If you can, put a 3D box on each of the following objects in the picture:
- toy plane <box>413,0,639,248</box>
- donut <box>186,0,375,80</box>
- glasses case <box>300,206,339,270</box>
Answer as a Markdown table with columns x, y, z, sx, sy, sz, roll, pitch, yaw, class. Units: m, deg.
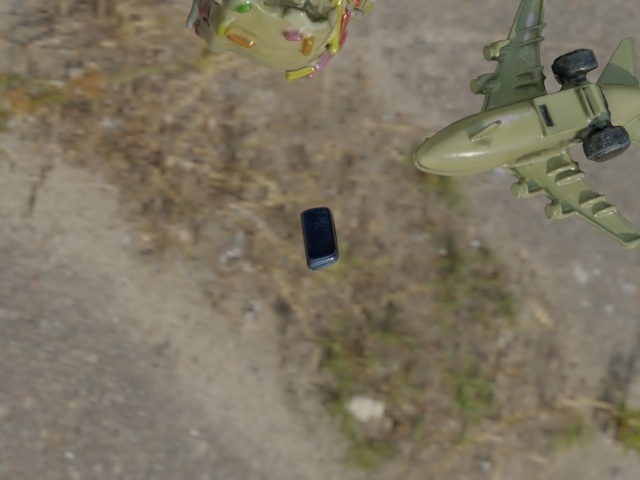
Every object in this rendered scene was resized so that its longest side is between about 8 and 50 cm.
| x | y | z | sx | sy | sz | roll | pitch | yaw | class |
| --- | --- | --- | --- | --- | --- | --- | --- | --- | --- |
| 0.180 | -0.093 | 1.594 | 0.244 | 0.092 | 0.229 | -14 | 80 | -36 | toy plane |
| 0.022 | -0.320 | 1.991 | 0.150 | 0.307 | 0.371 | 36 | 87 | -1 | donut |
| 0.000 | 0.000 | 1.976 | 0.033 | 0.083 | 0.023 | -11 | 131 | 2 | glasses case |
